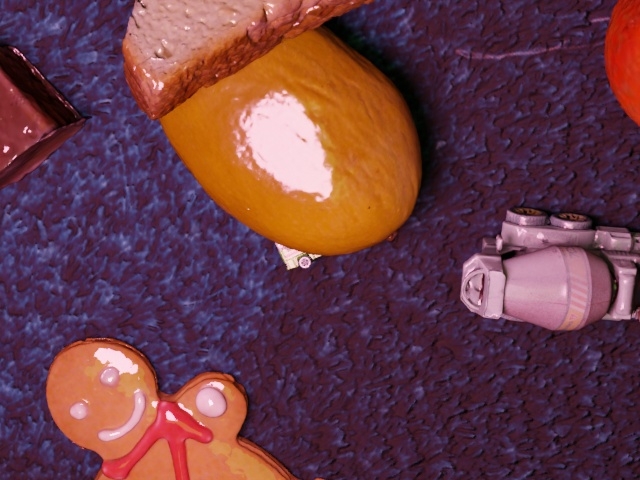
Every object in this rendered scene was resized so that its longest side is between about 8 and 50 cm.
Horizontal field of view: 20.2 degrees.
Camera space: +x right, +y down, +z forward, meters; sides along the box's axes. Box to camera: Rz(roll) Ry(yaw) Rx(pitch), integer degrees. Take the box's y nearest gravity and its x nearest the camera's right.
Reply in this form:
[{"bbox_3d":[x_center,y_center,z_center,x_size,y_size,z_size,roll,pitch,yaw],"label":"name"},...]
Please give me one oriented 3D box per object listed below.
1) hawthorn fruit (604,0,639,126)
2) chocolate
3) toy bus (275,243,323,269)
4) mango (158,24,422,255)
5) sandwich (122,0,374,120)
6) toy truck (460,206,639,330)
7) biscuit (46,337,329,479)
[{"bbox_3d":[0.408,-0.154,1.557,0.276,0.276,0.307,-41,69,12],"label":"hawthorn fruit"},{"bbox_3d":[-0.384,-0.065,1.745,0.321,0.112,0.112,-36,90,13],"label":"chocolate"},{"bbox_3d":[0.000,0.000,1.771,0.083,0.031,0.037,-26,92,10],"label":"toy bus"},{"bbox_3d":[-0.047,-0.118,1.690,0.331,0.142,0.195,39,95,1],"label":"mango"},{"bbox_3d":[-0.089,-0.277,1.600,0.288,0.099,0.254,-31,84,-10],"label":"sandwich"},{"bbox_3d":[0.261,0.041,1.709,0.256,0.140,0.108,5,105,2],"label":"toy truck"},{"bbox_3d":[-0.145,0.234,1.835,0.216,0.047,0.340,-41,99,11],"label":"biscuit"}]
